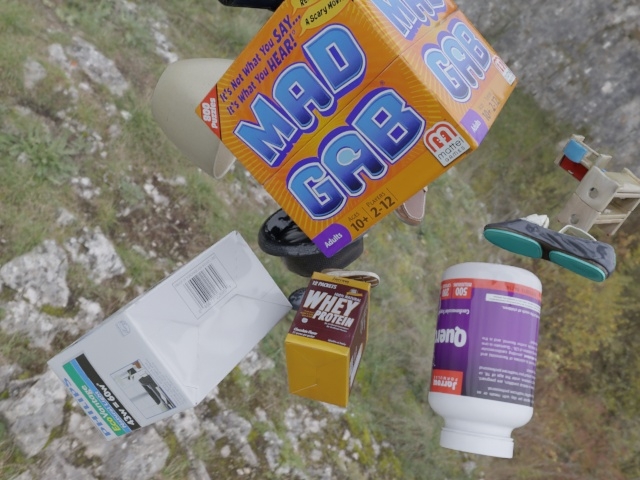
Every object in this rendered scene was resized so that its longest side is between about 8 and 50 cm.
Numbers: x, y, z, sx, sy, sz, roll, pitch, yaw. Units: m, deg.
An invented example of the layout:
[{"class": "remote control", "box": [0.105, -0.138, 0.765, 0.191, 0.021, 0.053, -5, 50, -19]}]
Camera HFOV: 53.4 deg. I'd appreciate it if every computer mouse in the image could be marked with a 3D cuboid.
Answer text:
[{"class": "computer mouse", "box": [0.006, 0.161, 1.936, 0.242, 0.041, 0.071, -17, 102, -33]}]

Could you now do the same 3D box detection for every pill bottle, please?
[{"class": "pill bottle", "box": [0.292, 0.211, 1.139, 0.181, 0.181, 0.323, 18, 73, -32]}]

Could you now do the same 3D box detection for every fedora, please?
[{"class": "fedora", "box": [0.000, 0.000, 1.760, 0.334, 0.334, 0.152, -61, 144, -48]}]

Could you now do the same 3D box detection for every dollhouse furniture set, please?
[{"class": "dollhouse furniture set", "box": [0.518, -0.110, 1.269, 0.129, 0.129, 0.184, -3, 41, -38]}]

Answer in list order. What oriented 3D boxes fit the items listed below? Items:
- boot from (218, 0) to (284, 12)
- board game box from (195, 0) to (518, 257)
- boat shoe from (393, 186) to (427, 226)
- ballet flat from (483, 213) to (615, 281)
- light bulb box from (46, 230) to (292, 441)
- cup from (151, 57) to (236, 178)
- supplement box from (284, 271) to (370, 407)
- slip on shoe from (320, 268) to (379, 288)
[{"class": "boot", "box": [-0.140, -0.562, 1.279, 0.207, 0.094, 0.246, -3, 68, -44]}, {"class": "board game box", "box": [0.077, -0.263, 1.149, 0.356, 0.356, 0.356, 48, 38, -6]}, {"class": "boat shoe", "box": [0.271, -0.198, 1.939, 0.123, 0.116, 0.324, 10, 58, -23]}, {"class": "ballet flat", "box": [0.360, 0.001, 0.996, 0.203, 0.074, 0.074, 23, 30, 29]}, {"class": "light bulb box", "box": [-0.321, 0.206, 1.375, 0.225, 0.361, 0.358, 55, 39, -6]}, {"class": "cup", "box": [-0.322, -0.366, 1.755, 0.237, 0.331, 0.331, 25, 43, 1]}, {"class": "supplement box", "box": [0.020, 0.209, 1.351, 0.129, 0.191, 0.194, 11, 45, 13]}, {"class": "slip on shoe", "box": [0.062, 0.081, 1.397, 0.041, 0.135, 0.051, -81, 161, -49]}]
